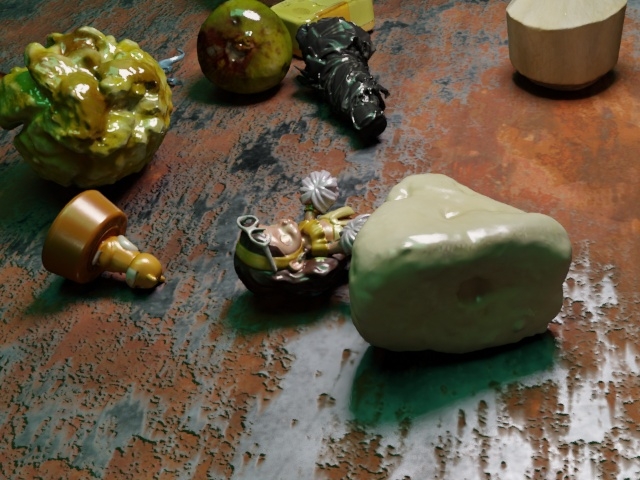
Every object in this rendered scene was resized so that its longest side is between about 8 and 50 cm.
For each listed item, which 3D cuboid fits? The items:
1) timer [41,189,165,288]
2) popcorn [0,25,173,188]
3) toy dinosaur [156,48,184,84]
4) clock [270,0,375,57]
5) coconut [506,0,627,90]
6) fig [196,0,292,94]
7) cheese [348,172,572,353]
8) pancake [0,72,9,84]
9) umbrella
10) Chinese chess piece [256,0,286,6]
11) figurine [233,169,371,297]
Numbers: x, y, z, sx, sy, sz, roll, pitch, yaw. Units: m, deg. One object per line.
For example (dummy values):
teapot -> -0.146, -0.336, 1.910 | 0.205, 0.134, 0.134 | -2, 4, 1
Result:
timer -> -0.287, 0.021, 1.214 | 0.152, 0.132, 0.132 | 29, 45, 9
popcorn -> -0.372, -0.218, 1.420 | 0.282, 0.247, 0.282 | 13, 53, -18
toy dinosaur -> -0.331, -0.334, 1.759 | 0.080, 0.045, 0.197 | 12, 49, 31
clock -> 0.004, -0.468, 1.836 | 0.202, 0.096, 0.143 | -30, 43, -26
coconut -> 0.426, -0.381, 1.518 | 0.202, 0.222, 0.202 | -6, 41, 5
fig -> -0.147, -0.367, 1.667 | 0.181, 0.181, 0.191 | -14, 14, -9
cheese -> 0.125, 0.027, 1.047 | 0.248, 0.173, 0.251 | -15, 36, -25
pancake -> -0.576, -0.338, 1.806 | 0.257, 0.056, 0.212 | -22, 38, -18
umbrella -> 0.060, -0.296, 1.572 | 0.154, 0.128, 0.336 | -32, 45, -6
Chinese chess piece -> -0.131, -0.669, 2.012 | 0.250, 0.250, 0.101 | -31, 24, -29
figurine -> -0.002, 0.001, 1.160 | 0.240, 0.115, 0.175 | -20, 39, -22
